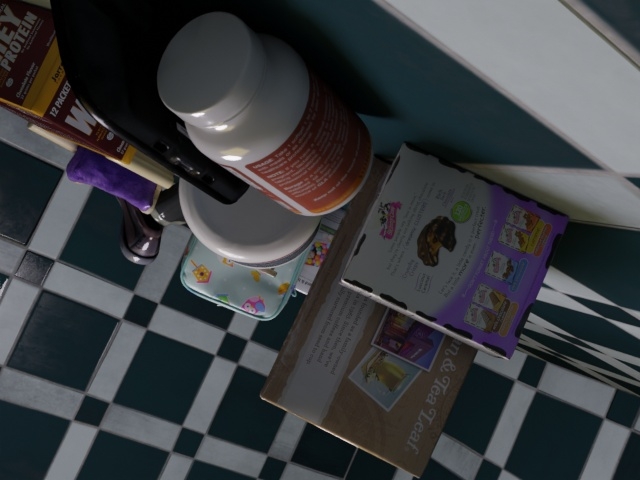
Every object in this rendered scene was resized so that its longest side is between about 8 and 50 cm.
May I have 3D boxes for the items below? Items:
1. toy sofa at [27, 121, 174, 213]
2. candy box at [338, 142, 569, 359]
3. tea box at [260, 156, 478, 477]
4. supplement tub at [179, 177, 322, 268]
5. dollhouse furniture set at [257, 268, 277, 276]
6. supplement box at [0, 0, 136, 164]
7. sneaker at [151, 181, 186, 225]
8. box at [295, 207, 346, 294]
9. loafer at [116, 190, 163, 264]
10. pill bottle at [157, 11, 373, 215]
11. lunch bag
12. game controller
[{"bbox_3d":[-0.441,-0.192,1.456,0.362,0.177,0.150,21,173,43],"label":"toy sofa"},{"bbox_3d":[0.141,0.012,0.790,0.196,0.165,0.070,25,174,2],"label":"candy box"},{"bbox_3d":[0.109,0.106,1.003,0.219,0.329,0.323,24,174,10],"label":"tea box"},{"bbox_3d":[-0.089,-0.057,1.039,0.191,0.191,0.272,25,175,1],"label":"supplement tub"},{"bbox_3d":[-0.096,-0.046,1.241,0.128,0.184,0.129,25,175,0],"label":"dollhouse furniture set"},{"bbox_3d":[-0.363,-0.221,1.010,0.191,0.129,0.194,22,175,28],"label":"supplement box"},{"bbox_3d":[-0.265,-0.092,1.509,0.083,0.118,0.222,60,-169,-8],"label":"sneaker"},{"bbox_3d":[-0.009,0.015,1.464,0.145,0.186,0.038,25,175,10],"label":"box"},{"bbox_3d":[-0.369,-0.091,1.523,0.109,0.095,0.303,13,-136,-33],"label":"loafer"},{"bbox_3d":[-0.045,-0.110,0.662,0.121,0.121,0.216,22,174,32],"label":"pill bottle"},{"bbox_3d":[-0.126,0.004,1.372,0.224,0.279,0.108,24,180,-12],"label":"lunch bag"},{"bbox_3d":[-0.149,-0.143,0.694,0.067,0.167,0.319,-10,165,15],"label":"game controller"}]
